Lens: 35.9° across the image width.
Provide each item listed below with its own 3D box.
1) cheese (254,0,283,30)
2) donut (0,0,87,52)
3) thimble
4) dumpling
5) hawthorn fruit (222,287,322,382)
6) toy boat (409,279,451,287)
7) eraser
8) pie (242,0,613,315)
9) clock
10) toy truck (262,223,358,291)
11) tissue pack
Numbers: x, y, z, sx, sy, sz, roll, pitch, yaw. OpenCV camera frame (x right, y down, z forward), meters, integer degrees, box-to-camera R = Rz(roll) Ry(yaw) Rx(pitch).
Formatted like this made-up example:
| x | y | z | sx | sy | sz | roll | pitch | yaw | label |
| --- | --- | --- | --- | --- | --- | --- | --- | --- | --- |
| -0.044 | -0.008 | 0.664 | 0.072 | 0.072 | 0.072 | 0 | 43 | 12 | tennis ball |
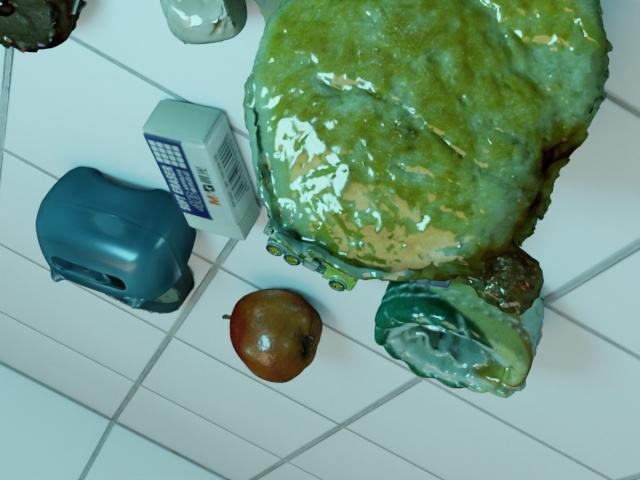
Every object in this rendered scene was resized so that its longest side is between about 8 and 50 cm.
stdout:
| x | y | z | sx | sy | sz | roll | pitch | yaw | label |
| --- | --- | --- | --- | --- | --- | --- | --- | --- | --- |
| -0.063 | -0.358 | 1.194 | 0.163 | 0.082 | 0.286 | -7 | 135 | 42 | cheese |
| -0.460 | -0.386 | 1.429 | 0.270 | 0.103 | 0.269 | 21 | 151 | 13 | donut |
| 0.242 | 0.140 | 1.682 | 0.288 | 0.167 | 0.254 | 29 | 152 | -4 | thimble |
| -0.159 | -0.321 | 1.291 | 0.199 | 0.118 | 0.136 | -13 | 94 | 65 | dumpling |
| -0.112 | 0.185 | 2.019 | 0.226 | 0.196 | 0.196 | 18 | 152 | 32 | hawthorn fruit |
| 0.191 | -0.032 | 1.478 | 0.078 | 0.127 | 0.283 | 21 | 149 | 6 | toy boat |
| -0.198 | -0.115 | 1.690 | 0.124 | 0.081 | 0.279 | 14 | 149 | 21 | eraser |
| 0.114 | -0.154 | 1.127 | 0.395 | 0.418 | 0.180 | 12 | -167 | 11 | pie |
| -0.427 | 0.056 | 2.174 | 0.313 | 0.061 | 0.312 | 19 | 151 | 11 | clock |
| 0.000 | 0.000 | 1.727 | 0.191 | 0.085 | 0.116 | 30 | 146 | -4 | toy truck |
| -0.403 | -0.002 | 1.911 | 0.288 | 0.206 | 0.198 | 17 | 149 | 12 | tissue pack |
